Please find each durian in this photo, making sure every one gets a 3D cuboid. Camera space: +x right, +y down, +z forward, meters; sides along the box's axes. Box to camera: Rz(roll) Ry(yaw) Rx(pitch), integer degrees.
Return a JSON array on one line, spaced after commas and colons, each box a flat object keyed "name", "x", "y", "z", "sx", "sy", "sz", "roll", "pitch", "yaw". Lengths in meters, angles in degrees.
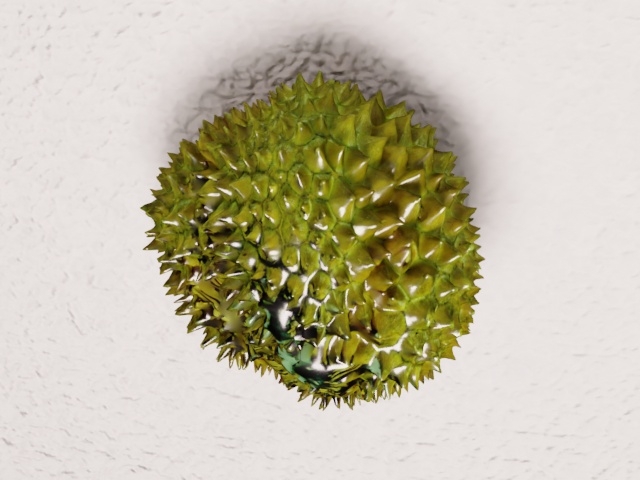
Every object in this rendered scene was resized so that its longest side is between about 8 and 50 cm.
[{"name": "durian", "x": 0.002, "y": -0.003, "z": 1.456, "sx": 0.291, "sy": 0.224, "sz": 0.291, "roll": 37, "pitch": 156, "yaw": 20}]
